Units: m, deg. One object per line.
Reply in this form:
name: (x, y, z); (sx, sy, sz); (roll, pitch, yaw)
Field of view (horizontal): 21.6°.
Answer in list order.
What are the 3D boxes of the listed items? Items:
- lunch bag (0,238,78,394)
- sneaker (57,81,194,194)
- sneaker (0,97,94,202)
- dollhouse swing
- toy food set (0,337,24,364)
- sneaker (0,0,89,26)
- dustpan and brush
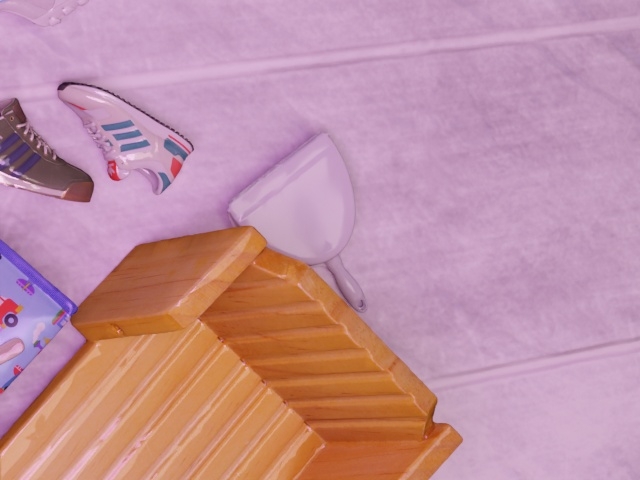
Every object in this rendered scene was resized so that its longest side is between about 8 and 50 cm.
lunch bag: (-0.428, 0.050, 1.672); (0.293, 0.138, 0.221); (43, 79, -9)
sneaker: (-0.213, -0.105, 1.757); (0.161, 0.057, 0.075); (30, 81, -27)
sneaker: (-0.314, -0.101, 1.709); (0.192, 0.064, 0.086); (15, 98, -22)
dollhouse swing: (-0.112, 0.219, 1.744); (0.347, 0.315, 0.305); (47, 59, -23)
toy food set: (-0.377, 0.054, 1.604); (0.132, 0.038, 0.192); (-33, 87, -13)
sneaker: (-0.264, -0.269, 1.699); (0.229, 0.087, 0.092); (-8, 109, -15)
dustpan and brush: (0.000, 0.000, 1.876); (0.147, 0.060, 0.211); (-38, 105, -12)
